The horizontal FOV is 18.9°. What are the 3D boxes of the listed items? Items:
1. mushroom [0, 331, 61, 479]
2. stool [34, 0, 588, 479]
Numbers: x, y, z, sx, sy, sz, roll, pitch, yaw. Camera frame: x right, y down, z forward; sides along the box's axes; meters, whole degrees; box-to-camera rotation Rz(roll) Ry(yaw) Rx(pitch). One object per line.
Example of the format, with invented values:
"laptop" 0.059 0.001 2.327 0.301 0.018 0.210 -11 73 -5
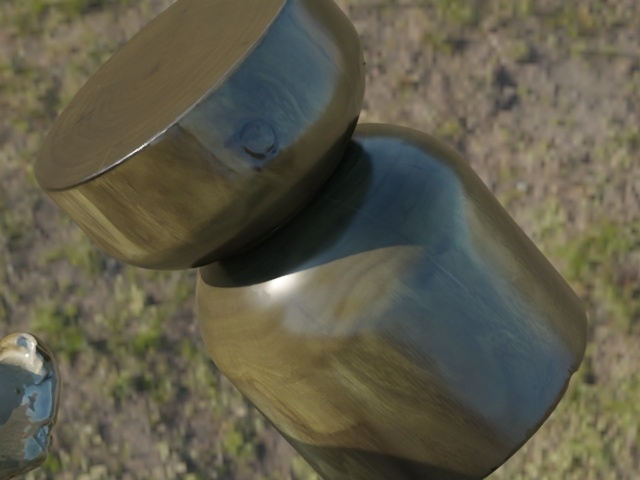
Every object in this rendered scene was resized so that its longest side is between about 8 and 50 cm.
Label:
"mushroom" -0.205 0.099 0.922 0.093 0.116 0.225 39 14 29
"stool" 0.000 0.000 1.035 0.179 0.264 0.179 -34 24 18
